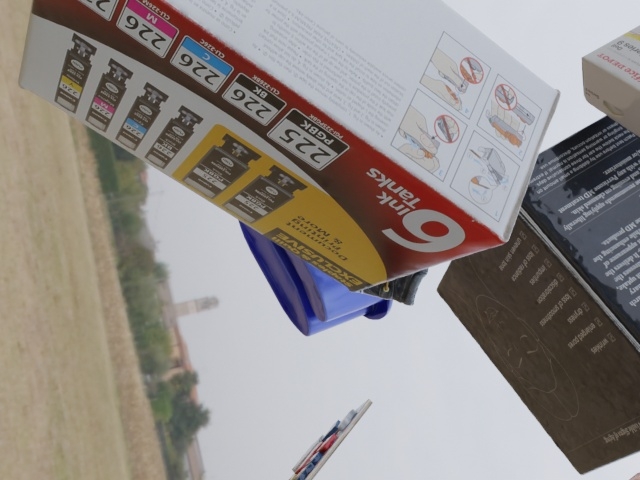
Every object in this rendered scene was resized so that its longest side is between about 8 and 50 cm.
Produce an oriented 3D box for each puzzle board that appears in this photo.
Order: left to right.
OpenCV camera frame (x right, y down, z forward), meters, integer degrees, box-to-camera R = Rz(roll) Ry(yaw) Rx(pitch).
[{"bbox_3d":[-0.008,0.208,0.703,0.011,0.128,0.096,45,-46,5],"label":"puzzle board"}]

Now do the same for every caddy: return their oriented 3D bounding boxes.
[{"bbox_3d":[0.000,0.000,1.298,0.341,0.179,0.241,60,-24,9],"label":"caddy"}]

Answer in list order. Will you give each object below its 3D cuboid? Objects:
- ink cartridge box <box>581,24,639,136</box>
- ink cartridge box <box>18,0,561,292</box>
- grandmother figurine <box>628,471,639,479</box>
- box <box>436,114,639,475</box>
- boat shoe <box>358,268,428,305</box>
[{"bbox_3d":[0.544,-0.270,1.159,0.154,0.212,0.093,56,-6,47],"label":"ink cartridge box"},{"bbox_3d":[-0.043,-0.098,0.543,0.272,0.309,0.130,-28,-147,62],"label":"ink cartridge box"},{"bbox_3d":[0.107,0.264,0.455,0.104,0.342,0.208,53,14,20],"label":"grandmother figurine"},{"bbox_3d":[0.502,0.116,1.338,0.471,0.297,0.480,56,-17,20],"label":"box"},{"bbox_3d":[0.097,-0.016,0.861,0.065,0.083,0.183,-48,154,-74],"label":"boat shoe"}]
